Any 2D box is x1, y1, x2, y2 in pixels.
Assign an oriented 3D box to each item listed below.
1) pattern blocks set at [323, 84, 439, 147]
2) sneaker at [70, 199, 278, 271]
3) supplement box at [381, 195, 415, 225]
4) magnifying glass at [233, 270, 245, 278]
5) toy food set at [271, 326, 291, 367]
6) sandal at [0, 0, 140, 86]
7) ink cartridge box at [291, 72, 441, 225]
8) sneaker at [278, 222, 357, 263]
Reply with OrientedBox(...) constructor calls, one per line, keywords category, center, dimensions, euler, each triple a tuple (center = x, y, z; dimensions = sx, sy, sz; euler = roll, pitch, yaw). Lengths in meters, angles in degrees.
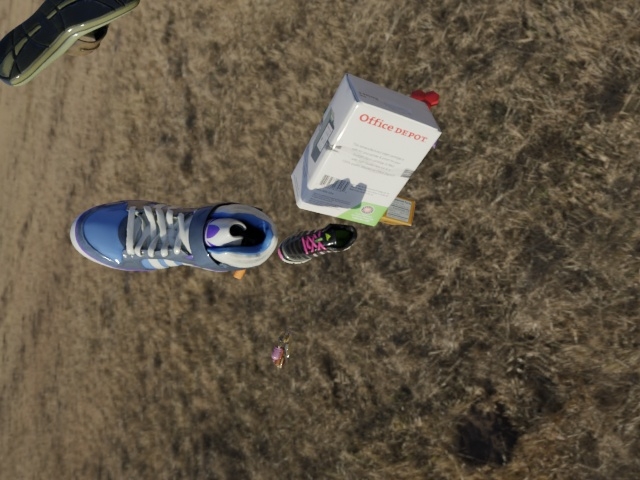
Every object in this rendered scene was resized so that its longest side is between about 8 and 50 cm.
OrientedBox(category="pattern blocks set", center=(0.166, -0.309, 1.550), dimensions=(0.026, 0.324, 0.286), euler=(83, -169, -69))
OrientedBox(category="sneaker", center=(-0.230, -0.018, 0.930), dimensions=(0.236, 0.322, 0.130), euler=(-20, 65, 58))
OrientedBox(category="supplement box", center=(0.146, -0.097, 1.510), dimensions=(0.078, 0.233, 0.080), euler=(6, 83, 55))
OrientedBox(category="magnifying glass", center=(-0.222, 0.025, 1.815), dimensions=(0.231, 0.092, 0.026), euler=(-60, 19, 19))
OrientedBox(category="toy food set", center=(-0.089, 0.246, 1.254), dimensions=(0.122, 0.019, 0.078), euler=(94, -161, -48))
OrientedBox(category="sandal", center=(-0.473, -0.393, 1.049), dimensions=(0.302, 0.086, 0.120), euler=(-34, 71, 1))
OrientedBox(category="ink cartridge box", center=(0.086, -0.179, 1.160), dimensions=(0.273, 0.198, 0.115), euler=(-57, 31, 36))
OrientedBox(category="sneaker", center=(0.000, 0.000, 1.098), dimensions=(0.075, 0.170, 0.063), euler=(143, 114, -66))
